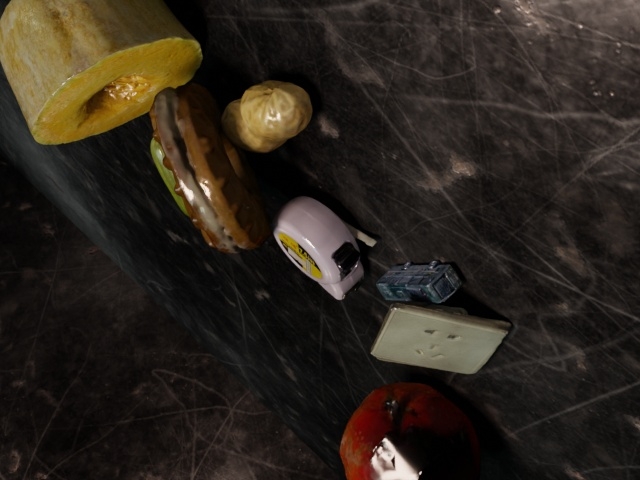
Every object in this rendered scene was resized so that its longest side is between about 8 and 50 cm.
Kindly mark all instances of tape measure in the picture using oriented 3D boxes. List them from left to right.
[{"bbox_3d":[0.002,0.000,1.302,0.196,0.105,0.178,43,163,15],"label":"tape measure"}]

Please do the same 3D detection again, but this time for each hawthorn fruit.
[{"bbox_3d":[0.186,0.438,1.430,0.316,0.316,0.316,38,154,22],"label":"hawthorn fruit"}]

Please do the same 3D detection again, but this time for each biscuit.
[{"bbox_3d":[-0.191,-0.127,1.259,0.332,0.103,0.332,-23,-90,-83],"label":"biscuit"}]

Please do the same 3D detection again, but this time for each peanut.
[{"bbox_3d":[-0.090,-0.198,1.151,0.229,0.098,0.103,-12,98,63],"label":"peanut"}]

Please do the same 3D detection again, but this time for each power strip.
[{"bbox_3d":[0.199,0.152,1.200,0.199,0.064,0.213,10,150,-2],"label":"power strip"}]

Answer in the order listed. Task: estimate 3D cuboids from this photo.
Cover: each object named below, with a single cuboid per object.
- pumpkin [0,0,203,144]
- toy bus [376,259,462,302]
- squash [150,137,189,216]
[{"bbox_3d":[-0.386,-0.330,1.220,0.199,0.332,0.332,62,156,-1],"label":"pumpkin"},{"bbox_3d":[0.160,0.071,1.175,0.047,0.065,0.166,55,156,-14],"label":"toy bus"},{"bbox_3d":[-0.336,-0.148,1.681,0.069,0.069,0.238,24,148,43],"label":"squash"}]
